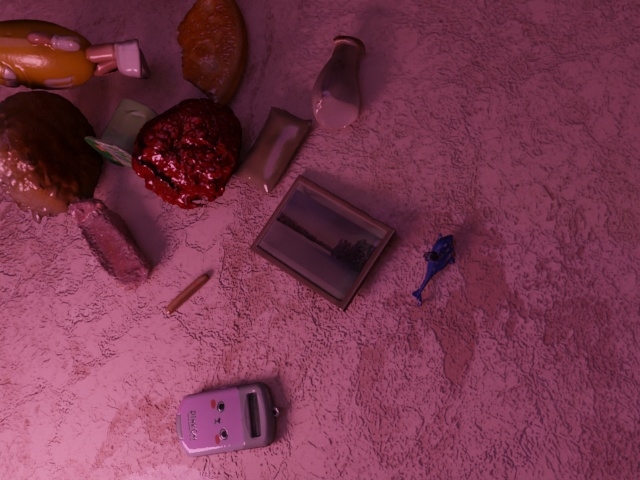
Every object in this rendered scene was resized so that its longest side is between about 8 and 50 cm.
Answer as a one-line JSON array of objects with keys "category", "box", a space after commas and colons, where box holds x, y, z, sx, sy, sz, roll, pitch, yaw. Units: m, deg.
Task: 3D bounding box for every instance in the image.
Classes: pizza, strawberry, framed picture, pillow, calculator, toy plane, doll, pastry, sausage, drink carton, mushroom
[{"category": "pizza", "box": [-0.275, -0.496, 1.809, 0.182, 0.074, 0.365, -12, 72, 13]}, {"category": "strawberry", "box": [-0.320, -0.214, 1.668, 0.274, 0.220, 0.274, -6, 74, 21]}, {"category": "framed picture", "box": [0.000, 0.000, 1.595, 0.289, 0.016, 0.213, 32, 87, 29]}, {"category": "pillow", "box": [-0.113, -0.219, 1.689, 0.119, 0.053, 0.208, 30, 90, 26]}, {"category": "calculator", "box": [-0.202, 0.392, 1.557, 0.246, 0.045, 0.141, -12, 72, 14]}, {"category": "toy plane", "box": [0.240, 0.061, 1.502, 0.062, 0.054, 0.167, 31, 86, -3]}, {"category": "doll", "box": [-0.628, -0.447, 1.765, 0.423, 0.348, 0.161, -4, 82, 17]}, {"category": "pastry", "box": [-0.503, 0.012, 1.730, 0.103, 0.112, 0.265, -35, 79, -5]}, {"category": "pastry", "box": [-0.676, -0.219, 1.741, 0.136, 0.329, 0.330, -13, 72, 25]}, {"category": "sausage", "box": [-0.315, 0.125, 1.678, 0.132, 0.024, 0.024, -43, 67, 4]}, {"category": "drink carton", "box": [-0.476, -0.267, 1.782, 0.144, 0.146, 0.142, 19, 74, 21]}, {"category": "mushroom", "box": [0.042, -0.373, 1.668, 0.116, 0.093, 0.225, 4, 67, 4]}]

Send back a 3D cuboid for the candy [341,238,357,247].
[{"category": "candy", "box": [0.071, 0.012, 1.582, 0.083, 0.020, 0.030, 23, 75, 26]}]
